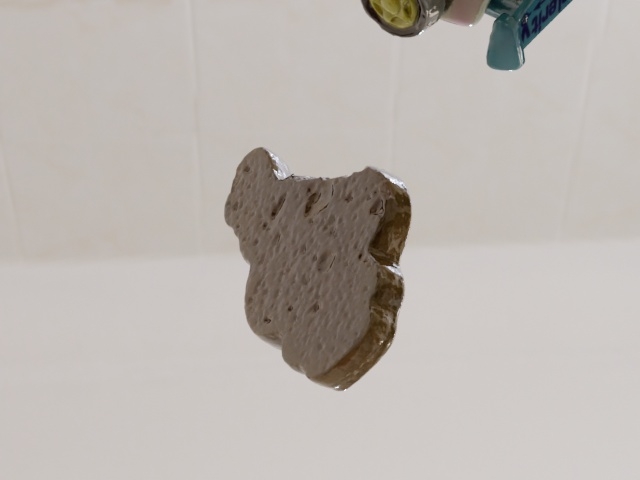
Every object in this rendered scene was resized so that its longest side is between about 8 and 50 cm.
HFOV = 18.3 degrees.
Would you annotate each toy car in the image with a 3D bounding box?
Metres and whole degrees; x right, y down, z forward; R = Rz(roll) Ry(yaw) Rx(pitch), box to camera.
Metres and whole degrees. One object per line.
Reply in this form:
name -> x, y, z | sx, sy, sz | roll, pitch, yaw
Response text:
toy car -> 0.093, -0.182, 1.047 | 0.098, 0.161, 0.126 | 27, -129, 24

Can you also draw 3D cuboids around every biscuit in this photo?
biscuit -> -0.005, 0.007, 1.728 | 0.183, 0.047, 0.320 | -57, -146, 2
